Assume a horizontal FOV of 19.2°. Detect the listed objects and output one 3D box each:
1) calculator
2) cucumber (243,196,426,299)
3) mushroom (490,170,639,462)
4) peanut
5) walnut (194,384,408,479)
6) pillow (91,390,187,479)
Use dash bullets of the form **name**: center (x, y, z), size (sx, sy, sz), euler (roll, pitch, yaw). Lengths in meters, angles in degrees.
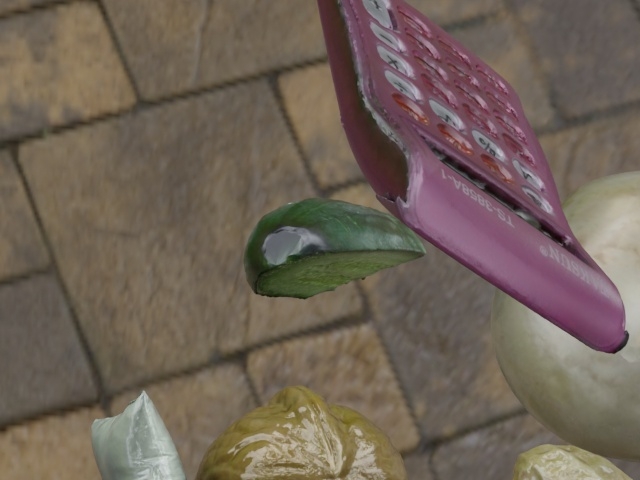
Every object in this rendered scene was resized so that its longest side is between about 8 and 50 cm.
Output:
- **calculator**: center (0.056, -0.036, 0.777), size (0.126, 0.034, 0.190), euler (31, 25, -30)
- **cucumber**: center (0.000, 0.000, 1.484), size (0.115, 0.244, 0.063), euler (-22, 83, 11)
- **mushroom**: center (0.213, 0.068, 1.254), size (0.206, 0.209, 0.206), euler (7, 33, -4)
- **peanut**: center (0.309, 0.302, 1.911), size (0.120, 0.136, 0.298), euler (-45, 50, -14)
- **walnut**: center (-0.018, 0.260, 1.946), size (0.228, 0.228, 0.228), euler (4, 65, -8)
- **pillow**: center (-0.155, 0.275, 1.862), size (0.078, 0.144, 0.254), euler (-16, 77, -25)
